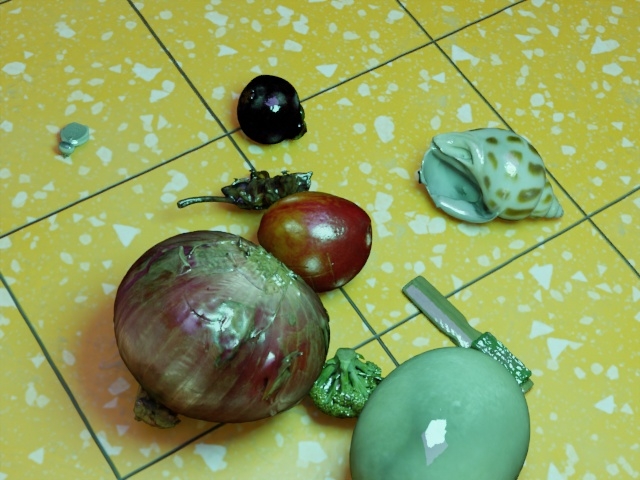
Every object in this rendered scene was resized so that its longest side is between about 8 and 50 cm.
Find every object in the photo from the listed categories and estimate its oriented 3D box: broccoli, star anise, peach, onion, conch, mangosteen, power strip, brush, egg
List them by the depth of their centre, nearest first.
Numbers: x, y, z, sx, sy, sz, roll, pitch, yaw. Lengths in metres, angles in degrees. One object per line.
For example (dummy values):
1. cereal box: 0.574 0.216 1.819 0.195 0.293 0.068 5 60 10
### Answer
1. egg: 0.185 0.305 1.703 0.258 0.258 0.352 32 43 12
2. onion: -0.151 0.137 1.738 0.354 0.353 0.353 3 58 -6
3. broccoli: 0.041 0.234 1.817 0.130 0.120 0.131 -21 33 -29
4. peach: 0.000 0.000 1.916 0.197 0.197 0.197 3 58 -6
5. brush: 0.257 0.163 1.935 0.054 0.048 0.282 -35 68 -28
6. star anise: -0.126 -0.089 1.997 0.234 0.177 0.073 -4 99 8
7. conch: 0.328 -0.114 2.052 0.275 0.182 0.149 37 30 8
8. power strip: -0.461 -0.186 2.062 0.055 0.035 0.083 16 45 2
9. mangosteen: -0.084 -0.239 2.097 0.151 0.137 0.137 26 51 -32
